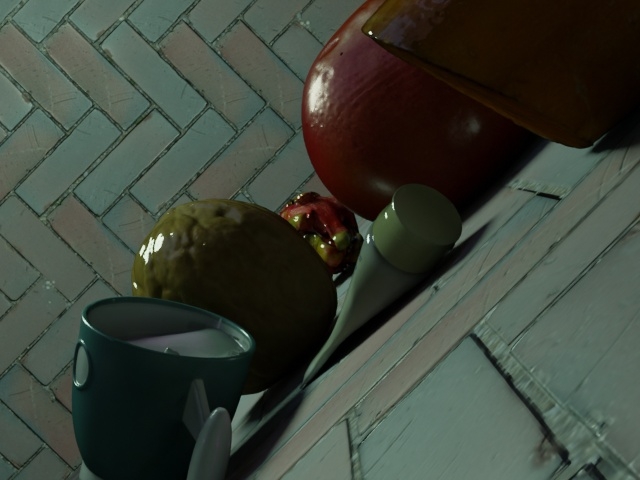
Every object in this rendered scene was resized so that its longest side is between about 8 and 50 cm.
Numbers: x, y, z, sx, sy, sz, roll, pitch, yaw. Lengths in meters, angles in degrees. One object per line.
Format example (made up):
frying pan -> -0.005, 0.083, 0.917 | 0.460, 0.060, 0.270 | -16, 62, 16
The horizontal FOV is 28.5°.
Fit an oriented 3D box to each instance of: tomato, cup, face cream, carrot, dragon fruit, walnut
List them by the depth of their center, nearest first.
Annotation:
carrot -> 0.209, -0.201, 0.948 | 0.331, 0.214, 0.193 | -49, 33, -6
face cream -> 0.046, 0.045, 1.169 | 0.114, 0.070, 0.224 | -48, -5, -47
cup -> -0.161, 0.160, 1.198 | 0.300, 0.167, 0.173 | 36, 114, 56
tomato -> 0.105, -0.151, 1.353 | 0.298, 0.226, 0.298 | -49, 3, 4
walnut -> -0.099, 0.056, 1.375 | 0.228, 0.228, 0.228 | -45, 3, 3
dragon fruit -> 0.000, 0.000, 1.749 | 0.150, 0.133, 0.208 | -42, 14, -10
